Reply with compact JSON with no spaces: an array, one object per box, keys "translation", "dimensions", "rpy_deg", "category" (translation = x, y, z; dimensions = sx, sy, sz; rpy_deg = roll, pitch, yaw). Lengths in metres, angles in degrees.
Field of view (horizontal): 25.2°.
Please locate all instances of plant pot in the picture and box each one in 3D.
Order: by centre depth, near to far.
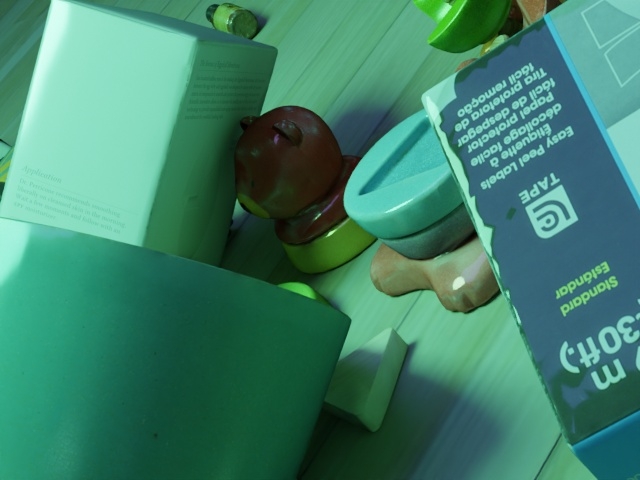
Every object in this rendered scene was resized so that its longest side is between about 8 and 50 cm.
[{"translation":[-0.148,0.133,0.971],"dimensions":[0.293,0.293,0.235],"rpy_deg":[3,77,55],"category":"plant pot"}]

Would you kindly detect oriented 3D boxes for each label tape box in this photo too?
[{"translation":[0.220,0.009,0.685],"dimensions":[0.240,0.106,0.334],"rpy_deg":[-32,56,20],"category":"label tape box"}]

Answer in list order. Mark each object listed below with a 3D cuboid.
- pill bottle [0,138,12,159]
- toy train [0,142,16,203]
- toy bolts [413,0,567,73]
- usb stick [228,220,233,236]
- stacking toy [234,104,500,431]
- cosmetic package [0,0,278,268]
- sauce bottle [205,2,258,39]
[{"translation":[-0.468,-0.076,1.864],"dimensions":[0.153,0.153,0.264],"rpy_deg":[-46,26,-9],"category":"pill bottle"},{"translation":[-0.288,-0.026,1.543],"dimensions":[0.334,0.142,0.190],"rpy_deg":[5,55,53],"category":"toy train"},{"translation":[0.195,-0.162,1.058],"dimensions":[0.218,0.158,0.228],"rpy_deg":[-51,26,29],"category":"toy bolts"},{"translation":[-0.182,0.075,1.366],"dimensions":[0.278,0.045,0.077],"rpy_deg":[-53,22,-22],"category":"usb stick"},{"translation":[0.000,0.000,1.134],"dimensions":[0.309,0.130,0.279],"rpy_deg":[-2,46,53],"category":"stacking toy"},{"translation":[-0.155,-0.081,1.234],"dimensions":[0.224,0.138,0.225],"rpy_deg":[-19,-52,-75],"category":"cosmetic package"},{"translation":[-0.117,-0.283,1.825],"dimensions":[0.042,0.042,0.128],"rpy_deg":[-44,28,-5],"category":"sauce bottle"}]
